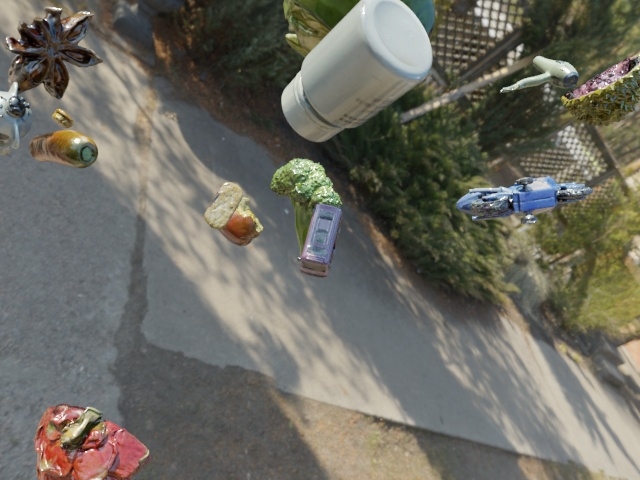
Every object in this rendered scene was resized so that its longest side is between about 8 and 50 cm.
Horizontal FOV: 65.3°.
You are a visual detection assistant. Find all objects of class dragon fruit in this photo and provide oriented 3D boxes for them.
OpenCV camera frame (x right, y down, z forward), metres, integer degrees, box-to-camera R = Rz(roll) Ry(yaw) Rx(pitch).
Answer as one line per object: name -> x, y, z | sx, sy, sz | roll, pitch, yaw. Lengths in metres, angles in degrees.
dragon fruit -> -0.608, 0.516, 1.207 | 0.152, 0.317, 0.205 | -64, 145, -58

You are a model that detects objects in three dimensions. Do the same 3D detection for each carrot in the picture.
carrot -> -0.596, -0.215, 1.154 | 0.087, 0.193, 0.087 | -31, 128, -51

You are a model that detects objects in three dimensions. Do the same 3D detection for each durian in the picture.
durian -> 0.599, -0.286, 1.035 | 0.108, 0.187, 0.119 | 49, 52, -12

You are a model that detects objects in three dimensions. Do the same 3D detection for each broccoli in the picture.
broccoli -> -0.021, -0.135, 1.638 | 0.186, 0.254, 0.302 | -33, 95, -35

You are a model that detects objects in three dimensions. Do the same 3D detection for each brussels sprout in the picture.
brussels sprout -> 0.104, -0.486, 1.118 | 0.276, 0.315, 0.371 | 46, -8, 38

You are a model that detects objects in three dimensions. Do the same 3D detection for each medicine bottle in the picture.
medicine bottle -> 0.026, -0.144, 0.441 | 0.080, 0.130, 0.080 | 13, 67, -33

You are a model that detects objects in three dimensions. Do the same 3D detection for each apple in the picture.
apple -> -0.289, -0.061, 1.762 | 0.158, 0.147, 0.156 | 63, -9, 10

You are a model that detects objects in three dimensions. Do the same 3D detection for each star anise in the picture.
star anise -> -0.618, -0.435, 1.152 | 0.099, 0.214, 0.220 | 37, 38, 16

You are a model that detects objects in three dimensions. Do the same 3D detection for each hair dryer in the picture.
hair dryer -> 0.568, -0.444, 1.345 | 0.167, 0.199, 0.067 | -86, 165, -52

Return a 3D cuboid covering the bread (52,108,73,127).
bread -> -0.964, -0.454, 1.870 | 0.081, 0.083, 0.046 | 34, 70, 6

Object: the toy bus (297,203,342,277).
toy bus -> 0.000, 0.000, 1.287 | 0.087, 0.098, 0.178 | 13, 67, 2

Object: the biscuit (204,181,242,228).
biscuit -> -0.274, -0.099, 1.415 | 0.071, 0.018, 0.147 | 31, 73, -13

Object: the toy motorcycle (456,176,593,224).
toy motorcycle -> 0.347, -0.072, 0.854 | 0.114, 0.205, 0.076 | -120, -159, -82

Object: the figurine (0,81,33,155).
figurine -> -0.664, -0.249, 1.035 | 0.126, 0.192, 0.147 | -8, 82, -53
